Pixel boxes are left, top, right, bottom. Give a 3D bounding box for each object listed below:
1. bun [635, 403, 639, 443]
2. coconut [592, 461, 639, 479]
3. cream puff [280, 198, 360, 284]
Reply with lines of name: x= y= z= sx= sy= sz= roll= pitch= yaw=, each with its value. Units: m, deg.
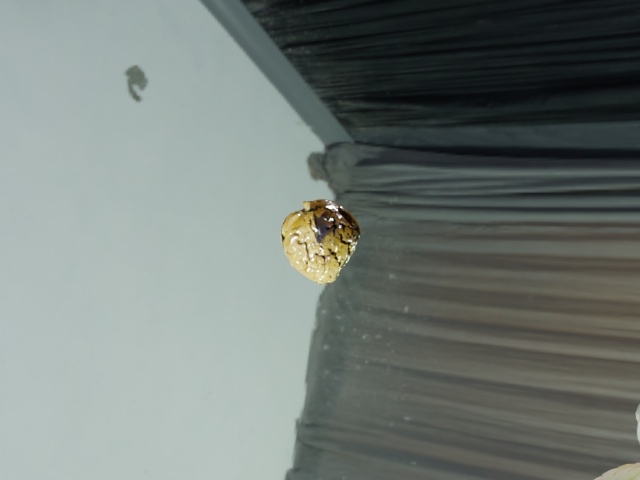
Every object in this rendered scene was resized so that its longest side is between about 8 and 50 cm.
bun: x=0.495 y=0.220 z=0.891 sx=0.204 sy=0.282 sz=0.281 roll=-84 pitch=154 yaw=-45
coconut: x=0.523 y=0.457 z=1.219 sx=0.259 sy=0.259 sz=0.259 roll=-5 pitch=96 yaw=-58
cream puff: x=0.000 y=0.000 z=1.240 sx=0.119 sy=0.104 sz=0.133 roll=16 pitch=65 yaw=-22
